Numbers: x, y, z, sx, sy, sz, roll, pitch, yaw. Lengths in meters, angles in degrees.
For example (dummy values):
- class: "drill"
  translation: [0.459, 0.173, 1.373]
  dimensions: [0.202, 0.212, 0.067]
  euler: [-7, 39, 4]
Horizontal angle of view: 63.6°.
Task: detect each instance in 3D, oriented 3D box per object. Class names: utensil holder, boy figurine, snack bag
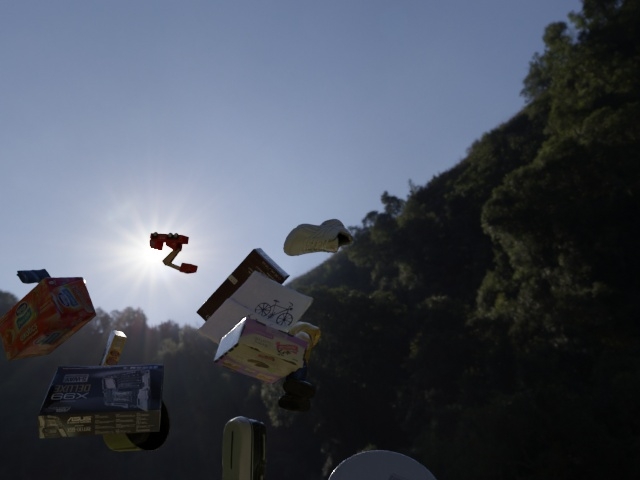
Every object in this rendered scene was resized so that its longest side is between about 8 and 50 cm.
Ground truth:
- class: "utensil holder"
  translation: [0.158, 0.806, 1.348]
  dimensions: [0.327, 0.327, 0.385]
  euler: [-8, -64, -16]
- class: "boy figurine"
  translation: [-0.054, 0.322, 1.368]
  dimensions: [0.092, 0.285, 0.177]
  euler: [15, -65, -2]
- class: "snack bag"
  translation: [-0.232, 0.271, 1.880]
  dimensions: [0.342, 0.323, 0.037]
  euler: [-47, -40, -29]

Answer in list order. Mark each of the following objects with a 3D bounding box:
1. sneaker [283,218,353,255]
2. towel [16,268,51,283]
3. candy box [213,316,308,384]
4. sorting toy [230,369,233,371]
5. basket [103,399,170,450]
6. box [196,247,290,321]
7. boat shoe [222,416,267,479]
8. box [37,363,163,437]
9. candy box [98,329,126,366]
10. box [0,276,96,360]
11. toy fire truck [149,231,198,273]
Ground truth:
- class: "sneaker"
  translation: [0.000, 0.000, 1.556]
  dimensions: [0.232, 0.115, 0.090]
  euler: [-20, -54, -29]
- class: "towel"
  translation: [-1.117, 0.140, 2.017]
  dimensions: [0.029, 0.067, 0.119]
  euler: [-53, -21, 14]
- class: "candy box"
  translation: [-0.147, 0.271, 1.249]
  dimensions: [0.165, 0.070, 0.196]
  euler: [26, -35, -16]
- class: "sorting toy"
  translation: [-0.279, 0.359, 1.568]
  dimensions: [0.012, 0.083, 0.062]
  euler: [-16, -13, -11]
- class: "basket"
  translation: [-0.620, 0.616, 1.712]
  dimensions: [0.154, 0.204, 0.227]
  euler: [-11, -20, -45]
- class: "box"
  translation: [-0.334, 0.230, 2.242]
  dimensions: [0.381, 0.191, 0.143]
  euler: [-48, -5, 6]
- class: "boat shoe"
  translation: [-0.176, 0.611, 1.267]
  dimensions: [0.119, 0.335, 0.121]
  euler: [18, -22, -39]
- class: "box"
  translation: [-0.615, 0.453, 1.484]
  dimensions: [0.307, 0.242, 0.076]
  euler: [3, -73, -15]
- class: "candy box"
  translation: [-0.877, 0.479, 2.162]
  dimensions: [0.053, 0.186, 0.109]
  euler: [21, -9, -28]
- class: "box"
  translation: [-0.766, 0.218, 1.440]
  dimensions: [0.257, 0.128, 0.122]
  euler: [-35, -19, 23]
- class: "toy fire truck"
  translation: [-0.511, 0.042, 1.784]
  dimensions: [0.192, 0.135, 0.047]
  euler: [3, -10, 20]
